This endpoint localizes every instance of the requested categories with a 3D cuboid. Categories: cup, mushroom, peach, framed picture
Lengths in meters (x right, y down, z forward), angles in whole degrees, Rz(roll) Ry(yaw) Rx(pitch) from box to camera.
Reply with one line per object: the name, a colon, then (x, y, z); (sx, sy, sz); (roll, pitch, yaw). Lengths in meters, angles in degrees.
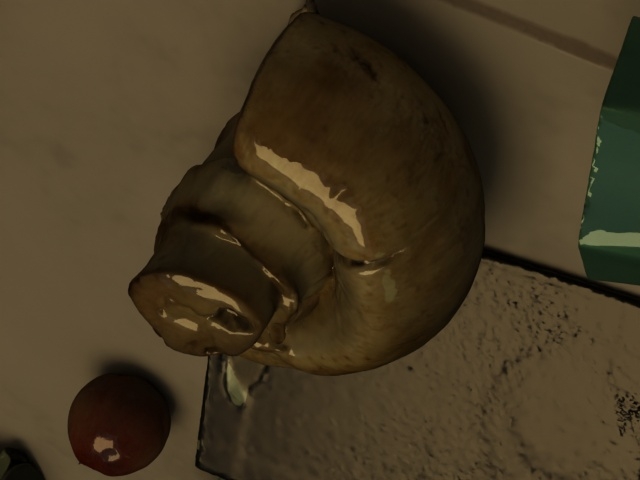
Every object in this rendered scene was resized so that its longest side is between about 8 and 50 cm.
cup: (0.266, -0.030, 1.052); (0.236, 0.134, 0.148); (10, 170, 16)
mushroom: (0.000, 0.000, 1.212); (0.189, 0.195, 0.253); (28, 143, 2)
peach: (-0.160, 0.147, 1.574); (0.083, 0.083, 0.083); (19, 140, 17)
framed picture: (0.070, 0.107, 1.356); (0.324, 0.013, 0.244); (18, 118, 18)

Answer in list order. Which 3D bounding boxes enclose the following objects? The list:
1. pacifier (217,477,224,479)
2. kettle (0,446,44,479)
pacifier: (-0.008, 0.303, 1.490); (0.343, 0.269, 0.288); (-14, 109, 38)
kettle: (-0.327, 0.241, 1.756); (0.148, 0.126, 0.098); (8, 156, 25)
